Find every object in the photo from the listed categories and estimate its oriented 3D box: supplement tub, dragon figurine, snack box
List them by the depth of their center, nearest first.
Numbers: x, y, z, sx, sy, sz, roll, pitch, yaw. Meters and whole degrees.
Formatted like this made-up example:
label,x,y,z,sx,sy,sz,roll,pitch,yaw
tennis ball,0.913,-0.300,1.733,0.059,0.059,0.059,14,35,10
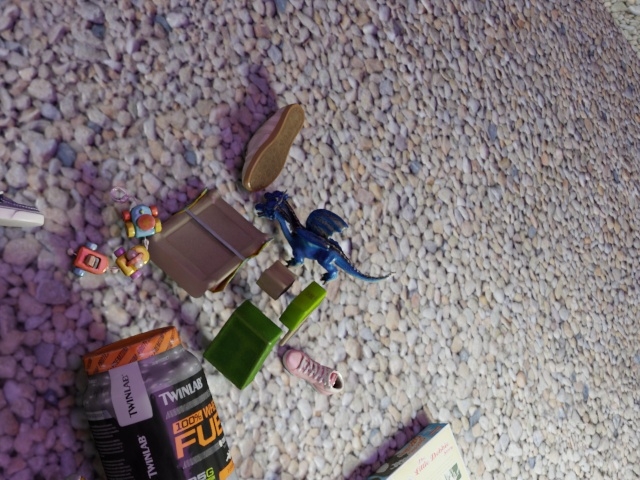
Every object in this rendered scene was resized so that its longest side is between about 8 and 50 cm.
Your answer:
label,x,y,z,sx,sy,sz,roll,pitch,yaw
supplement tub,-0.252,0.306,1.362,0.193,0.193,0.316,-21,95,-43
dragon figurine,0.000,0.000,1.658,0.085,0.289,0.144,-49,151,-35
snack box,0.191,0.538,1.800,0.322,0.060,0.187,-28,100,-42

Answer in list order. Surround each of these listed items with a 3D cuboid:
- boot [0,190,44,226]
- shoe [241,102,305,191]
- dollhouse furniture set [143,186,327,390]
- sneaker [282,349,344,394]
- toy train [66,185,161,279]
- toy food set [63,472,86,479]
label,x,y,z,sx,sy,sz,roll,pitch,yaw
boot,-0.505,-0.074,1.302,0.190,0.069,0.086,11,76,-39
shoe,-0.102,-0.182,1.711,0.219,0.058,0.077,-60,140,-29
dollhouse furniture set,-0.172,0.081,1.573,0.301,0.151,0.197,41,43,7
sneaker,-0.007,0.253,1.680,0.134,0.070,0.051,43,57,-26
toy train,-0.331,-0.003,1.429,0.125,0.046,0.166,30,74,-20
toy food set,-0.435,0.413,1.225,0.104,0.111,0.232,50,55,-23
